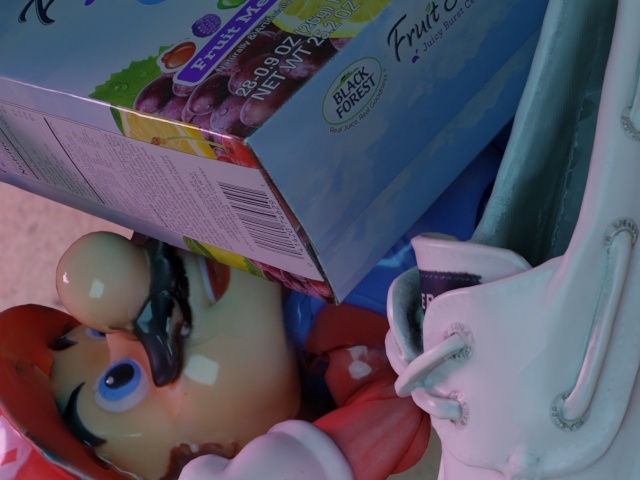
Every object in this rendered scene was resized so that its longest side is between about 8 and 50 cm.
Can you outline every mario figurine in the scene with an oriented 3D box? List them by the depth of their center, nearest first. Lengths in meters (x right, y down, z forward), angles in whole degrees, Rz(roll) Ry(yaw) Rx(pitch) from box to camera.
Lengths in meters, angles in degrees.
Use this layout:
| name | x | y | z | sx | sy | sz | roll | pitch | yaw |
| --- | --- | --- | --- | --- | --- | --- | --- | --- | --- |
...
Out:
| name | x | y | z | sx | sy | sz | roll | pitch | yaw |
| --- | --- | --- | --- | --- | --- | --- | --- | --- | --- |
| mario figurine | 0.000 | 0.000 | 0.506 | 0.320 | 0.198 | 0.170 | -34 | 90 | 10 |

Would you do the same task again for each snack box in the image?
| name | x | y | z | sx | sy | sz | roll | pitch | yaw |
| --- | --- | --- | --- | --- | --- | --- | --- | --- | --- |
| snack box | -0.020 | -0.081 | 0.491 | 0.207 | 0.070 | 0.174 | 16 | 54 | 47 |

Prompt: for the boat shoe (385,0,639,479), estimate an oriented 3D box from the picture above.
| name | x | y | z | sx | sy | sz | roll | pitch | yaw |
| --- | --- | --- | --- | --- | --- | --- | --- | --- | --- |
| boat shoe | 0.058 | 0.022 | 0.386 | 0.084 | 0.095 | 0.258 | 21 | 85 | -14 |
